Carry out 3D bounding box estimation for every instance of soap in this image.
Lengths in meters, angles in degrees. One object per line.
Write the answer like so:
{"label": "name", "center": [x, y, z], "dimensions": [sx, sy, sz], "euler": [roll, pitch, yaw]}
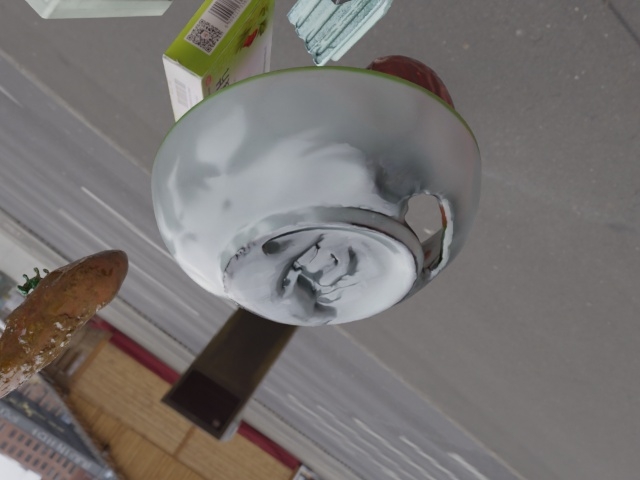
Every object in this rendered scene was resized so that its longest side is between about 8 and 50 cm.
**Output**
{"label": "soap", "center": [0.035, -0.385, 1.135], "dimensions": [0.115, 0.063, 0.198], "euler": [59, 145, -1]}

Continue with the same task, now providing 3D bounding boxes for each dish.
{"label": "dish", "center": [0.000, 0.000, 0.658], "dimensions": [0.324, 0.124, 0.324], "euler": [-2, 145, -2]}

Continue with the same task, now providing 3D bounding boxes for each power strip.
{"label": "power strip", "center": [-0.337, -0.380, 1.024], "dimensions": [0.106, 0.043, 0.367], "euler": [47, -157, -3]}

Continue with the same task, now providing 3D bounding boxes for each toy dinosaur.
{"label": "toy dinosaur", "center": [-0.467, 0.082, 1.202], "dimensions": [0.119, 0.029, 0.060], "euler": [18, -146, -39]}

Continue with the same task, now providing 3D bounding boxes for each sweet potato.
{"label": "sweet potato", "center": [-0.395, 0.108, 1.034], "dimensions": [0.095, 0.355, 0.106], "euler": [41, 140, -4]}

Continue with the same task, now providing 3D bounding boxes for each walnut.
{"label": "walnut", "center": [0.148, -0.223, 1.369], "dimensions": [0.243, 0.269, 0.222], "euler": [-7, 133, -5]}

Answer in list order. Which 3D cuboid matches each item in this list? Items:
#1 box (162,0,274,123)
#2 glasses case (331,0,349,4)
{"label": "box", "center": [-0.137, -0.245, 0.981], "dimensions": [0.062, 0.175, 0.260], "euler": [32, 164, 2]}
{"label": "glasses case", "center": [-0.008, -0.377, 0.872], "dimensions": [0.191, 0.072, 0.042], "euler": [53, 152, 14]}
